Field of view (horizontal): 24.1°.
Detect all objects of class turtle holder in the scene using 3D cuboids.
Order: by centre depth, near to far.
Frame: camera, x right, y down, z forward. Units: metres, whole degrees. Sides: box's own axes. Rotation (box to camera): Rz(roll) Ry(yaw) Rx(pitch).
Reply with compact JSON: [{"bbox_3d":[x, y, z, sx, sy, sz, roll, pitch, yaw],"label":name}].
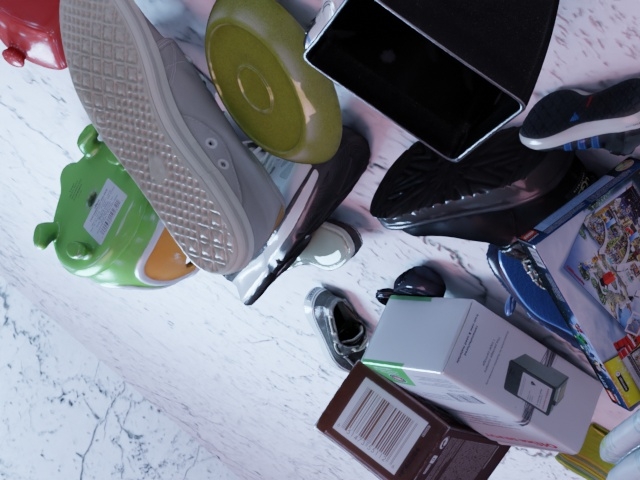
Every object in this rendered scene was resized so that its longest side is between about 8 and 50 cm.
[{"bbox_3d":[-0.313,-0.031,2.392,0.227,0.243,0.320,24,158,-33],"label":"turtle holder"}]

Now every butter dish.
[{"bbox_3d":[-0.396,-0.290,2.074,0.160,0.118,0.160,28,160,13],"label":"butter dish"}]

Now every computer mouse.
[{"bbox_3d":[0.136,0.072,2.279,0.071,0.041,0.242,20,167,-11],"label":"computer mouse"}]

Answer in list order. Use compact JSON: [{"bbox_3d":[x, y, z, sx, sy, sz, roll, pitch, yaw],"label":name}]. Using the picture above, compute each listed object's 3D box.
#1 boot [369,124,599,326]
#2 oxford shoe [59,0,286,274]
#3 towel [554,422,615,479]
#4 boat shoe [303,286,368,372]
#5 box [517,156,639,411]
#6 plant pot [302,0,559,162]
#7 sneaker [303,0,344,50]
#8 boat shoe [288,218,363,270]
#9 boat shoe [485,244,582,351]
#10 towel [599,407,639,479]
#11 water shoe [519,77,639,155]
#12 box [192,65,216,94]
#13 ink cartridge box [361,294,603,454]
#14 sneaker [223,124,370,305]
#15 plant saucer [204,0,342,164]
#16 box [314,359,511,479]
[{"bbox_3d":[0.238,-0.006,1.794,0.260,0.131,0.348,42,157,-26],"label":"boot"},{"bbox_3d":[-0.192,-0.162,1.929,0.449,0.130,0.169,57,139,9],"label":"oxford shoe"},{"bbox_3d":[0.460,0.360,2.488,0.102,0.021,0.237,29,160,5],"label":"towel"},{"bbox_3d":[0.041,0.164,2.559,0.070,0.078,0.219,18,154,37],"label":"boat shoe"},{"bbox_3d":[0.339,0.049,1.645,0.233,0.159,0.044,58,169,-19],"label":"box"},{"bbox_3d":[0.122,-0.213,1.428,0.187,0.167,0.188,35,159,-6],"label":"plant pot"},{"bbox_3d":[0.037,-0.238,1.613,0.086,0.085,0.237,32,162,6],"label":"sneaker"},{"bbox_3d":[0.000,0.000,2.257,0.228,0.069,0.081,-7,105,57],"label":"boat shoe"},{"bbox_3d":[0.293,0.080,1.958,0.258,0.109,0.089,45,160,-27],"label":"boat shoe"},{"bbox_3d":[0.506,0.198,1.676,0.320,0.090,0.374,-11,162,-10],"label":"towel"},{"bbox_3d":[0.289,-0.112,1.557,0.080,0.073,0.203,39,160,-25],"label":"water shoe"},{"bbox_3d":[-0.220,-0.198,2.056,0.102,0.101,0.087,43,158,-23],"label":"box"},{"bbox_3d":[0.242,0.199,2.231,0.289,0.121,0.211,33,163,-29],"label":"ink cartridge box"},{"bbox_3d":[-0.112,-0.086,2.071,0.257,0.169,0.447,43,150,2],"label":"sneaker"},{"bbox_3d":[-0.068,-0.190,1.816,0.241,0.037,0.241,40,149,30],"label":"plant saucer"},{"bbox_3d":[0.158,0.315,2.443,0.191,0.143,0.381,35,-174,25],"label":"box"}]
